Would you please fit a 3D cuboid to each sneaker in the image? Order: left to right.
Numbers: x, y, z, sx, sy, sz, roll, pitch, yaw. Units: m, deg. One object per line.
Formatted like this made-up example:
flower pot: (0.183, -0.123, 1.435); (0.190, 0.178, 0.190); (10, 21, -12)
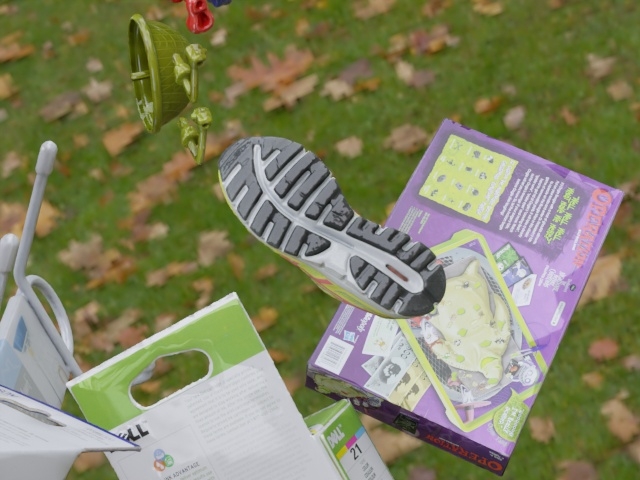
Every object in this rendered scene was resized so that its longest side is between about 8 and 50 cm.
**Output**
sneaker: (0.000, 0.000, 1.179); (0.081, 0.208, 0.094); (-49, -3, -15)

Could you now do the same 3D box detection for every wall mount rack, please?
wall mount rack: (-0.278, 0.089, 1.501); (0.130, 0.304, 0.350); (-20, 27, 10)

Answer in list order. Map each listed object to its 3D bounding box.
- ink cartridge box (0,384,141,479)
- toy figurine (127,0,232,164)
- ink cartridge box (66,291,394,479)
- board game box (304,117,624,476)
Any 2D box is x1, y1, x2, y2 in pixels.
ink cartridge box: (-0.310, 0.136, 0.962); (0.175, 0.069, 0.371); (16, 6, 39)
toy figurine: (-0.083, -0.282, 1.441); (0.217, 0.362, 0.191); (-23, 36, -28)
ink cartridge box: (-0.064, 0.182, 1.235); (0.189, 0.255, 0.097); (-28, 1, 22)
board game box: (0.149, 0.044, 1.453); (0.208, 0.056, 0.347); (22, 55, 13)
